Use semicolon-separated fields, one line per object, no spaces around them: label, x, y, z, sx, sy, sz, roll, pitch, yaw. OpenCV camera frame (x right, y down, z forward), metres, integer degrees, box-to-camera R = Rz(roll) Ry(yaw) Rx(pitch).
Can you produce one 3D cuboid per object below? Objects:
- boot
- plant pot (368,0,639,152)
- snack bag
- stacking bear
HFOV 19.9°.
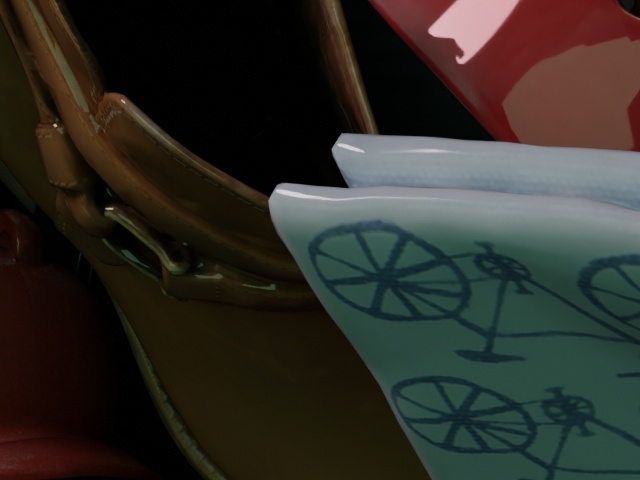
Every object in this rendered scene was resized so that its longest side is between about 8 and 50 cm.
boot;0.000;0.000;0.525;0.109;0.220;0.283;-40;92;-16
plant pot;0.132;-0.067;0.523;0.174;0.191;0.191;-43;69;10
snack bag;0.187;0.094;0.409;0.323;0.342;0.037;6;58;27
stacking bear;-0.105;0.134;0.623;0.175;0.164;0.289;-51;48;51
